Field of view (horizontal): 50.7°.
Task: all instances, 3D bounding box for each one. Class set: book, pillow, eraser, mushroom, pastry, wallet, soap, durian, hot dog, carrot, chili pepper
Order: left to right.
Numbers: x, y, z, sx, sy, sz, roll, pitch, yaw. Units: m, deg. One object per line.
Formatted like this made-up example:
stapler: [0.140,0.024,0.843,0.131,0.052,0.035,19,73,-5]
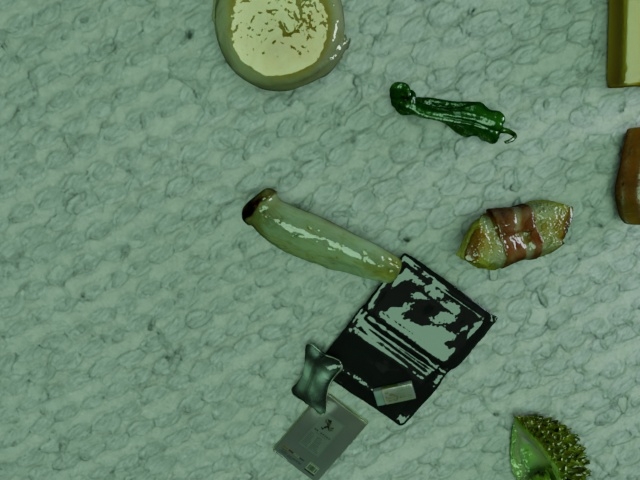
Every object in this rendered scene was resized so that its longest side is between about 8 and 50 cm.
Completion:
pastry: [-0.074,-0.407,1.265,0.265,0.133,0.264,0,99,-1]
pillow: [-0.010,0.290,1.417,0.091,0.055,0.135,22,105,3]
mushroom: [-0.002,0.002,1.355,0.333,0.107,0.087,26,56,-6]
book: [-0.001,0.427,1.471,0.127,0.014,0.181,38,98,-6]
eraser: [0.156,0.322,1.421,0.083,0.019,0.038,-15,106,10]
wallet: [0.178,0.217,1.421,0.247,0.041,0.323,35,105,-6]
chili pepper: [0.254,-0.245,1.313,0.257,0.100,0.074,13,94,0]
hot dog: [0.382,-0.010,1.361,0.262,0.093,0.123,-10,91,-14]
durian: [0.496,0.550,1.469,0.169,0.157,0.355,9,101,34]
carrot: [0.633,-0.129,1.346,0.087,0.087,0.193,-4,98,0]
soap: [0.657,-0.456,1.273,0.204,0.096,0.324,-3,100,6]
